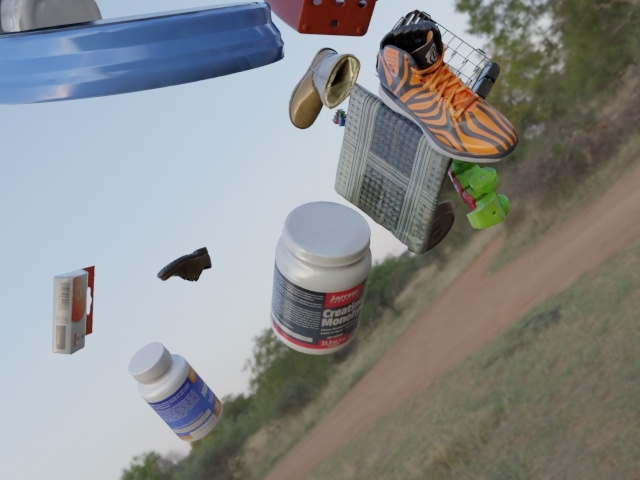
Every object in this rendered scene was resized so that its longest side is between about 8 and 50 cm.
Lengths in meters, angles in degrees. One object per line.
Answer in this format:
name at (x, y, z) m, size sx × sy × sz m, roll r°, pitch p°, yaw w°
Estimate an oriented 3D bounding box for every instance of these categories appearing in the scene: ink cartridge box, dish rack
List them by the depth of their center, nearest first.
ink cartridge box at (-0.455, 0.130, 1.457) m, size 0.179 × 0.045 × 0.146 m, roll -28°, pitch -58°, yaw -80°
dish rack at (0.259, -0.380, 1.718) m, size 0.208 × 0.271 × 0.074 m, roll -58°, pitch 5°, yaw -13°

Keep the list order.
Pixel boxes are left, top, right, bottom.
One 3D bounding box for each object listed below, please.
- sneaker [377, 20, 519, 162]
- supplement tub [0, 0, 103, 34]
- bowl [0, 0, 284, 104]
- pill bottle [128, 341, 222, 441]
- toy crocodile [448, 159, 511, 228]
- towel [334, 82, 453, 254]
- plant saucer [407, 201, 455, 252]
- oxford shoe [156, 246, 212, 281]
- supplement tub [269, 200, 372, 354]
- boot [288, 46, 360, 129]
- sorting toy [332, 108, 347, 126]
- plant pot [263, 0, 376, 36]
sneaker at (0.216, -0.272, 1.365) m, size 0.124 × 0.321 × 0.180 m, roll -44°, pitch -29°, yaw -18°
supplement tub at (-0.602, -0.391, 1.463) m, size 0.337 × 0.207 × 0.207 m, roll -1°, pitch 18°, yaw 31°
bowl at (-0.243, -0.250, 0.984) m, size 0.390 × 0.077 × 0.391 m, roll -7°, pitch 19°, yaw 2°
pill bottle at (-0.394, 0.403, 2.051) m, size 0.152 × 0.272 × 0.152 m, roll -22°, pitch 32°, yaw 15°
toy crocodile at (0.359, -0.137, 1.804) m, size 0.105 × 0.115 × 0.341 m, roll -28°, pitch 35°, yaw 8°
towel at (0.166, -0.164, 1.782) m, size 0.056 × 0.312 × 0.324 m, roll -31°, pitch -32°, yaw -34°
plant saucer at (0.298, -0.027, 2.002) m, size 0.168 × 0.029 × 0.168 m, roll -36°, pitch -28°, yaw -22°
oxford shoe at (-0.434, 0.095, 2.484) m, size 0.082 × 0.096 × 0.227 m, roll -26°, pitch -1°, yaw 42°
supplement tub at (0.000, 0.078, 1.530) m, size 0.191 × 0.191 × 0.272 m, roll -38°, pitch -32°, yaw -40°
boot at (0.001, -0.362, 1.870) m, size 0.269 × 0.089 × 0.236 m, roll -117°, pitch 46°, yaw -67°
sorting toy at (0.070, -0.332, 2.042) m, size 0.061 × 0.101 × 0.042 m, roll -27°, pitch -61°, yaw -44°
plant pot at (0.020, -0.636, 1.834) m, size 0.267 × 0.236 × 0.267 m, roll -3°, pitch -40°, yaw -19°
